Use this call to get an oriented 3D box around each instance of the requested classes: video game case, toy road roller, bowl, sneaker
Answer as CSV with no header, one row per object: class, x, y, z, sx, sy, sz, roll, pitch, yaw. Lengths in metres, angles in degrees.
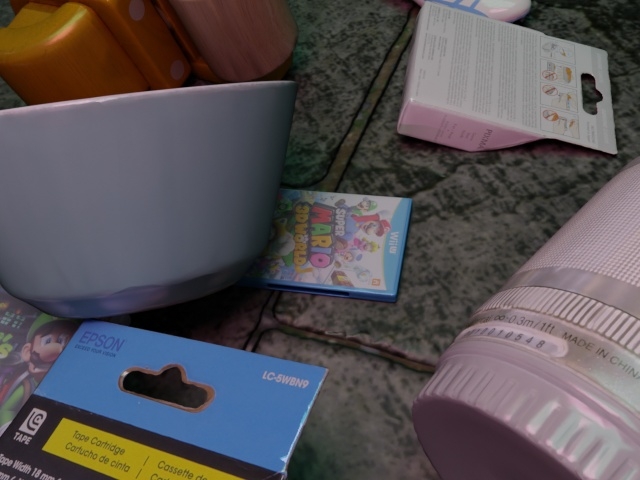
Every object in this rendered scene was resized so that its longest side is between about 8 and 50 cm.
video game case,0.000,0.000,0.695,0.166,0.015,0.119,5,52,12
video game case,-0.295,0.116,0.642,0.191,0.022,0.173,12,54,17
toy road roller,-0.216,-0.236,0.807,0.330,0.202,0.240,18,68,27
bowl,-0.162,-0.036,0.606,0.312,0.163,0.311,-8,9,1
sneaker,0.156,-0.332,0.892,0.237,0.086,0.085,33,61,27

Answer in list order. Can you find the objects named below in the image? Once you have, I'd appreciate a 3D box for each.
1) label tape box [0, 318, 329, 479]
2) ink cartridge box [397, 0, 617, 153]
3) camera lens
label tape box,-0.141,0.226,0.444,0.241,0.106,0.333,6,51,33
ink cartridge box,0.207,-0.170,0.792,0.225,0.056,0.181,16,53,-3
camera lens,0.223,0.083,0.464,0.274,0.219,0.219,-39,56,-21
